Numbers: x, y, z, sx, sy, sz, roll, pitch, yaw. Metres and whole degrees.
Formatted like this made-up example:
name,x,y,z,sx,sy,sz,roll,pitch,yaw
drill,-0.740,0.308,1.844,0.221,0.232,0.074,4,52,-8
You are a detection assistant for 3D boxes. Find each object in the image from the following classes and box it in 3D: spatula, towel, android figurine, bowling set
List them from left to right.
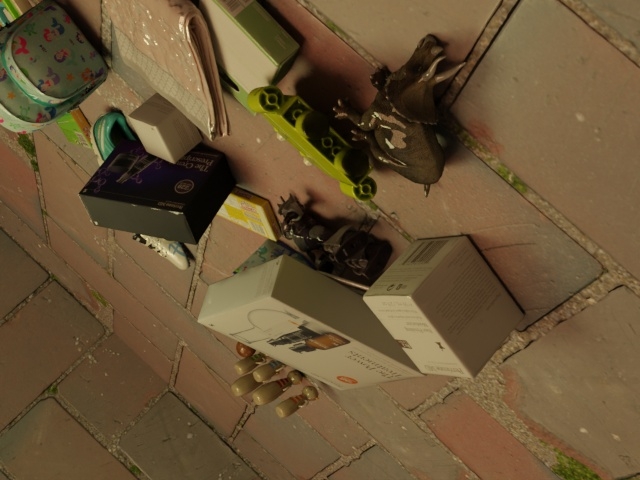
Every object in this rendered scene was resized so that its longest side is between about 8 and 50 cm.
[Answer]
name,x,y,z,sx,sy,sz,roll,pitch,yaw
towel,-0.290,-0.362,1.628,0.332,0.053,0.317,43,159,28
bowling set,-0.128,0.334,2.483,0.287,0.154,0.200,16,124,50
android figurine,-0.013,-0.159,1.483,0.248,0.056,0.273,42,176,-19
spatula,0.113,0.106,1.737,0.242,0.019,0.168,18,167,20

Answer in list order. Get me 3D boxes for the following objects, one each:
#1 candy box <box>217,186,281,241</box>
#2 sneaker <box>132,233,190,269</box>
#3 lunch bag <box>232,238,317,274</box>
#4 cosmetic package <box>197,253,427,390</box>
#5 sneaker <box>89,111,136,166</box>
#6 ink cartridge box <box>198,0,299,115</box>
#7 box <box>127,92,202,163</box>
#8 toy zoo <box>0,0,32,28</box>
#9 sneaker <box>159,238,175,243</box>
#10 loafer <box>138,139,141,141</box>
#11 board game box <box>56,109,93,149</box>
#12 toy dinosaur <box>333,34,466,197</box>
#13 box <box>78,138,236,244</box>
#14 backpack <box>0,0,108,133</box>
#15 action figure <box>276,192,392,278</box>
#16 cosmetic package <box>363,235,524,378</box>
name,x,y,z,sx,sy,sz,roll,pitch,yaw
candy box,-0.174,-0.072,2.005,0.206,0.027,0.105,24,146,38
sneaker,-0.443,-0.003,2.469,0.237,0.086,0.085,46,154,-6
lunch bag,-0.091,0.082,1.995,0.151,0.129,0.096,33,154,26
cosmetic package,-0.009,0.174,1.829,0.377,0.097,0.284,29,154,-25
sneaker,-0.451,-0.167,2.156,0.110,0.107,0.275,-16,100,50
ink cartridge box,-0.130,-0.315,1.516,0.171,0.056,0.235,45,164,0
box,-0.318,-0.231,1.904,0.102,0.087,0.101,23,148,39
toy zoo,-0.758,-0.558,2.148,0.293,0.030,0.192,16,143,46
sneaker,-0.404,-0.108,2.276,0.222,0.083,0.118,47,138,13
loafer,-0.349,-0.136,2.115,0.076,0.078,0.223,4,133,56
board game box,-0.653,-0.344,2.319,0.124,0.039,0.259,19,148,43
toy dinosaur,0.118,-0.144,1.319,0.160,0.121,0.313,41,155,42
box,-0.338,-0.105,1.935,0.261,0.184,0.103,10,143,24
backpack,-0.593,-0.355,1.939,0.225,0.253,0.191,54,155,-17
action figure,0.000,0.000,1.762,0.185,0.099,0.285,47,162,-31
cosmetic package,0.204,0.110,1.543,0.183,0.151,0.151,52,156,-15
